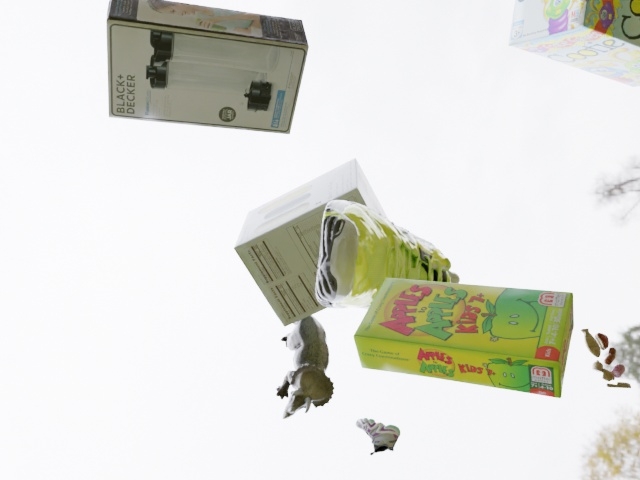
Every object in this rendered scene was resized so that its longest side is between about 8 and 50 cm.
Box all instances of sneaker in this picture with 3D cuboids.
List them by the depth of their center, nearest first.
[{"bbox_3d":[0.100,0.031,0.845,0.384,0.147,0.145,15,-99,-70],"label":"sneaker"},{"bbox_3d":[0.106,0.398,1.254,0.038,0.098,0.069,60,-136,-41],"label":"sneaker"}]

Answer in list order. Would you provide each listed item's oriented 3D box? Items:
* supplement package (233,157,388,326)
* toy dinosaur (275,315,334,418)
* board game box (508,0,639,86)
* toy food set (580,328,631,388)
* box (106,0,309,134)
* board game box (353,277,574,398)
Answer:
[{"bbox_3d":[0.000,0.000,1.257,0.198,0.262,0.199,60,-166,-20],"label":"supplement package"},{"bbox_3d":[-0.025,0.234,1.289,0.121,0.160,0.314,17,-129,-18],"label":"toy dinosaur"},{"bbox_3d":[0.435,-0.331,0.913,0.275,0.144,0.142,8,-88,-26],"label":"board game box"},{"bbox_3d":[0.548,0.229,1.203,0.077,0.019,0.122,7,-127,-17],"label":"toy food set"},{"bbox_3d":[-0.177,-0.266,0.967,0.289,0.169,0.087,4,-135,-15],"label":"box"},{"bbox_3d":[0.133,0.084,0.579,0.092,0.181,0.043,-54,-42,-46],"label":"board game box"}]
